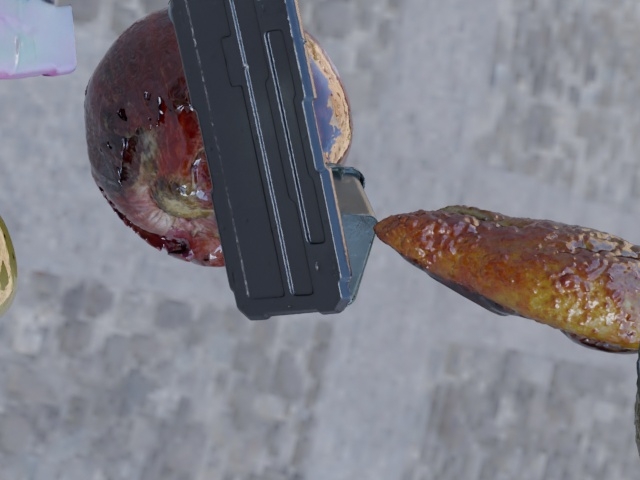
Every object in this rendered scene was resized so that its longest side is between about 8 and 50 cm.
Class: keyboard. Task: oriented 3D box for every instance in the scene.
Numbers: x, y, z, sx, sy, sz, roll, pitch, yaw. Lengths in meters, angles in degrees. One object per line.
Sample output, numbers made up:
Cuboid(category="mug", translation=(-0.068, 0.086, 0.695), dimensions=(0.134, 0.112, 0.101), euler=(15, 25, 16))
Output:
Cuboid(category="keyboard", translation=(-0.042, -0.071, 1.434), dimensions=(0.016, 0.106, 0.262), euler=(-26, 107, -56))

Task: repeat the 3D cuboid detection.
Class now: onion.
Cuboid(category="onion", translation=(-0.105, -0.112, 1.999), dimensions=(0.276, 0.276, 0.276), euler=(-25, 120, -54))

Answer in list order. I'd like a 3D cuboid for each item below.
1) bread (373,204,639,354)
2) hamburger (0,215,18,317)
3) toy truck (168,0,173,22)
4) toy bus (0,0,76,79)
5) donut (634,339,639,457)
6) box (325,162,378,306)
Cuboid(category="bread", translation=(0.179, 0.021, 1.619), dimensions=(0.139, 0.269, 0.095), euler=(0, 114, -66))
Cuboid(category="hamburger", translation=(-0.315, 0.021, 1.549), dimensions=(0.137, 0.175, 0.175), euler=(-43, 163, 28))
Cuboid(category="toy truck", translation=(-0.118, -0.308, 1.713), dimensions=(0.140, 0.256, 0.108), euler=(-32, 166, -30))
Cuboid(category="toy bus", translation=(-0.203, -0.224, 1.114), dimensions=(0.112, 0.090, 0.274), euler=(-15, 110, -38))
Cuboid(category="donut", translation=(0.285, 0.098, 1.046), dimensions=(0.107, 0.272, 0.272), euler=(121, -12, -77))
Cuboid(category="box", translation=(0.000, 0.000, 1.735), dimensions=(0.084, 0.069, 0.122), euler=(0, 125, -24))
